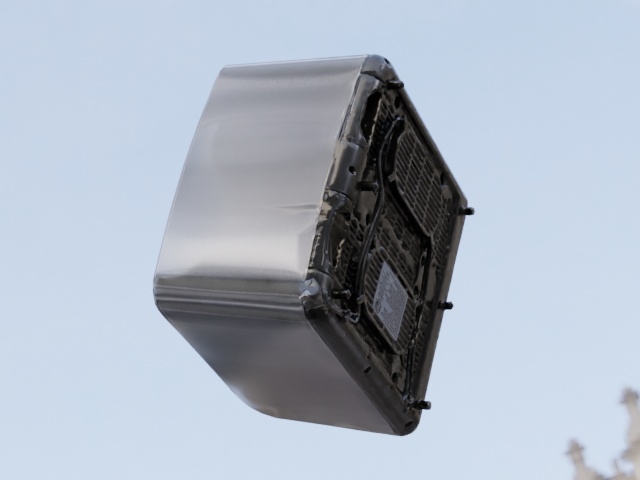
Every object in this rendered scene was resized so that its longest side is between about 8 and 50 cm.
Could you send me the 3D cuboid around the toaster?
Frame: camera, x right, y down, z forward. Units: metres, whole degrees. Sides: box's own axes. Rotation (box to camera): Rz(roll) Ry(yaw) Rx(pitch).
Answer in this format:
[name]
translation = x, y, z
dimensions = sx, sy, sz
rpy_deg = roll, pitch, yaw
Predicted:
[toaster]
translation = 0.000, 0.000, 0.921
dimensions = 0.110, 0.168, 0.186
rpy_deg = 1, -29, 25
